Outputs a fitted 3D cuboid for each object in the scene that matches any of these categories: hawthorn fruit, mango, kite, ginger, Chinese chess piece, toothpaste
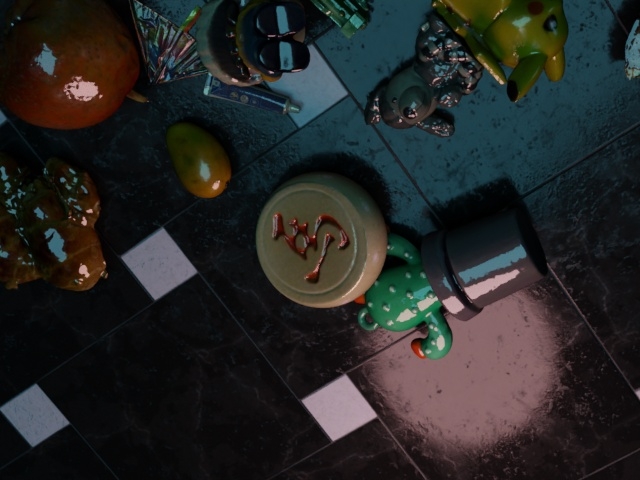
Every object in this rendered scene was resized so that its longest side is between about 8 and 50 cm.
[{"bbox_3d":[-0.456,-0.328,1.810,0.298,0.277,0.277,24,112,-22],"label":"hawthorn fruit"},{"bbox_3d":[-0.241,-0.162,1.917,0.111,0.089,0.163,-19,98,15],"label":"mango"},{"bbox_3d":[-0.293,-0.385,1.885,0.241,0.014,0.183,39,109,-5],"label":"kite"},{"bbox_3d":[-0.606,-0.038,1.976,0.357,0.152,0.274,7,110,3],"label":"ginger"},{"bbox_3d":[0.000,0.000,1.893,0.273,0.102,0.274,5,101,27],"label":"Chinese chess piece"},{"bbox_3d":[-0.132,-0.283,1.888,0.197,0.035,0.057,18,106,4],"label":"toothpaste"}]

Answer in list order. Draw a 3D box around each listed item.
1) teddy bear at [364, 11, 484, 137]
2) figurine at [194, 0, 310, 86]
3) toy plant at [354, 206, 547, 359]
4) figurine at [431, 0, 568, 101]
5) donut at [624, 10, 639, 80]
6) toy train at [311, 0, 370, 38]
[{"bbox_3d":[0.204,-0.274,1.789,0.171,0.144,0.251,28,113,-12],"label":"teddy bear"},{"bbox_3d":[-0.126,-0.360,1.705,0.204,0.332,0.185,-4,103,-1],"label":"figurine"},{"bbox_3d":[0.237,0.086,1.895,0.400,0.185,0.279,-25,114,24],"label":"toy plant"},{"bbox_3d":[0.317,-0.401,1.698,0.326,0.218,0.169,44,131,0],"label":"figurine"},{"bbox_3d":[0.646,-0.413,1.697,0.294,0.112,0.151,-25,102,14],"label":"donut"},{"bbox_3d":[0.015,-0.448,1.772,0.178,0.105,0.071,43,113,-7],"label":"toy train"}]
